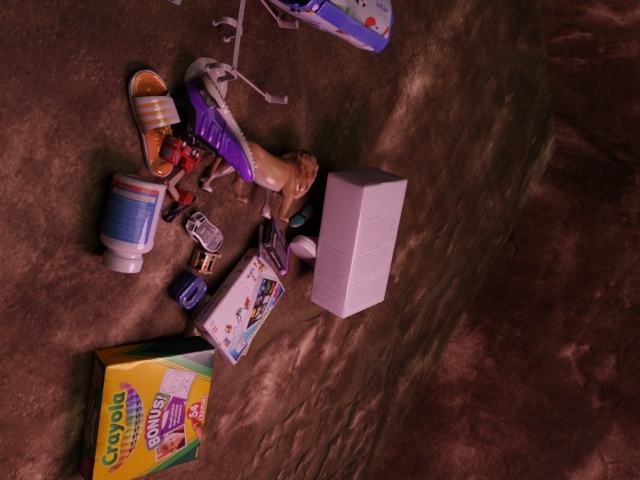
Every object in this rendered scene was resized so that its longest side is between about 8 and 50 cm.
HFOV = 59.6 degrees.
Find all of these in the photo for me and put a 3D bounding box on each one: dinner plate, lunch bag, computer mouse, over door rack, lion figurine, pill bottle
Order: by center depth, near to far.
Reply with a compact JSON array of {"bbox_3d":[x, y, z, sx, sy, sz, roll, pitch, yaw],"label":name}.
[{"bbox_3d":[-0.448,-0.041,1.320,0.124,0.124,0.221,6,102,-53],"label":"pill bottle"},{"bbox_3d":[0.002,-0.663,1.376,0.328,0.239,0.385,3,60,-53],"label":"lunch bag"},{"bbox_3d":[-0.181,-0.505,1.436,0.324,0.108,0.239,3,96,-66],"label":"over door rack"},{"bbox_3d":[-0.291,-0.397,1.437,0.141,0.017,0.141,-26,126,-41],"label":"dinner plate"},{"bbox_3d":[-0.341,-0.038,1.532,0.106,0.042,0.193,-57,137,-23],"label":"computer mouse"},{"bbox_3d":[-0.371,0.142,1.559,0.098,0.065,0.067,-53,141,-21],"label":"lunch bag"},{"bbox_3d":[-0.162,-0.202,1.598,0.392,0.142,0.240,25,80,-50],"label":"lion figurine"}]

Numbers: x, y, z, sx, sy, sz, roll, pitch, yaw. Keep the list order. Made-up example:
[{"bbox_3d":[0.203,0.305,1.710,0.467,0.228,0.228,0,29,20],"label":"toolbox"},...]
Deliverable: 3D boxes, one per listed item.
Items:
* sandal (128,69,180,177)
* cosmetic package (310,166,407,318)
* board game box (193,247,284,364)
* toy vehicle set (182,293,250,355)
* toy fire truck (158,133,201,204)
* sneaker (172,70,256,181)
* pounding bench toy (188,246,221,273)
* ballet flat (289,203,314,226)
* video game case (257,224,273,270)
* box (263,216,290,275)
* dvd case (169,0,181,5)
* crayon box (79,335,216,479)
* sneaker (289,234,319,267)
[{"bbox_3d":[-0.378,-0.272,1.334,0.102,0.076,0.265,-33,131,-39],"label":"sandal"},{"bbox_3d":[0.121,0.002,1.845,0.230,0.161,0.453,-15,121,-46],"label":"cosmetic package"},{"bbox_3d":[-0.238,0.197,1.704,0.305,0.053,0.193,-56,136,-34],"label":"board game box"},{"bbox_3d":[-0.299,0.266,1.737,0.267,0.035,0.166,25,87,-54],"label":"toy vehicle set"},{"bbox_3d":[-0.352,-0.170,1.376,0.192,0.047,0.135,45,66,-78],"label":"toy fire truck"},{"bbox_3d":[-0.276,-0.264,1.420,0.146,0.102,0.293,-28,113,-3],"label":"sneaker"},{"bbox_3d":[-0.324,0.062,1.590,0.083,0.052,0.065,15,95,-54],"label":"pounding bench toy"},{"bbox_3d":[-0.062,-0.075,1.873,0.114,0.041,0.041,-45,138,-27],"label":"ballet flat"},{"bbox_3d":[-0.170,0.023,1.742,0.087,0.011,0.122,55,27,-52],"label":"video game case"},{"bbox_3d":[-0.137,0.020,1.780,0.162,0.029,0.116,68,18,-44],"label":"box"},{"bbox_3d":[-0.342,-0.609,1.266,0.087,0.013,0.119,6,102,-53],"label":"dvd case"},{"bbox_3d":[-0.469,0.461,1.528,0.313,0.106,0.362,-1,108,-44],"label":"crayon box"},{"bbox_3d":[0.000,0.000,1.942,0.169,0.108,0.292,-64,153,-11],"label":"sneaker"}]
